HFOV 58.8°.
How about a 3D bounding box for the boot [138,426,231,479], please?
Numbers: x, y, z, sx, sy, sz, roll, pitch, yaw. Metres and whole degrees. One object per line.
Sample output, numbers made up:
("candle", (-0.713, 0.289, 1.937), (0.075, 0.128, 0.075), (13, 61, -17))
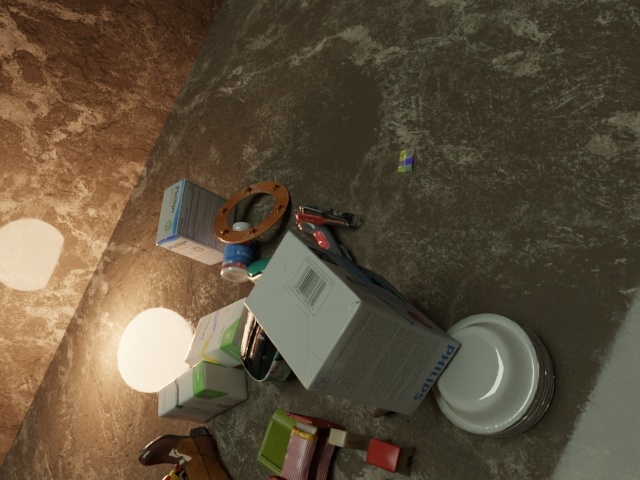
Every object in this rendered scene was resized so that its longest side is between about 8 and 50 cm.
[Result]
("boot", (-0.465, 0.795, 1.950), (0.280, 0.264, 0.096), (47, 134, 48))

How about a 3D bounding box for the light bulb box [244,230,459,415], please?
("light bulb box", (0.070, 0.200, 1.370), (0.225, 0.361, 0.358), (-58, 39, 8))

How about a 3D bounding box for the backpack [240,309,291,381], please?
("backpack", (-0.156, 0.334, 1.876), (0.225, 0.191, 0.254), (33, 106, 48))

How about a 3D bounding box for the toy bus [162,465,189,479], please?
("toy bus", (-0.518, 0.886, 2.046), (0.104, 0.191, 0.202), (40, 106, 5))

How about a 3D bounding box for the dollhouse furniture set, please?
("dollhouse furniture set", (0.049, 0.613, 1.550), (0.374, 0.152, 0.201), (-1, 70, 47))

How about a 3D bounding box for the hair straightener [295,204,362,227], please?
("hair straightener", (0.034, -0.092, 1.946), (0.230, 0.047, 0.089), (7, 46, 18))

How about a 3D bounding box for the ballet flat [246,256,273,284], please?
("ballet flat", (-0.171, 0.137, 2.028), (0.139, 0.139, 0.400), (-70, 17, -8))

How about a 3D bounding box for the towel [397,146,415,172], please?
("towel", (0.282, -0.264, 1.869), (0.060, 0.009, 0.083), (-7, 65, 44))

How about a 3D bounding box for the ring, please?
("ring", (-0.283, -0.124, 2.272), (0.336, 0.032, 0.337), (-16, 42, 15))

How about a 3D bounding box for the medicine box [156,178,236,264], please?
("medicine box", (-0.518, -0.073, 2.402), (0.149, 0.289, 0.264), (-21, 56, 39))

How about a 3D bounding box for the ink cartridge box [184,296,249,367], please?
("ink cartridge box", (-0.375, 0.370, 2.116), (0.353, 0.119, 0.207), (-27, 35, 36))

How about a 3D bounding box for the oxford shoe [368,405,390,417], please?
("oxford shoe", (0.120, 0.335, 1.644), (0.133, 0.130, 0.364), (-50, 42, 25))

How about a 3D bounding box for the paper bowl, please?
("paper bowl", (0.389, 0.314, 1.351), (0.284, 0.148, 0.284), (-23, 56, 39))

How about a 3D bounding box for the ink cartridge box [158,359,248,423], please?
("ink cartridge box", (-0.426, 0.552, 2.050), (0.272, 0.198, 0.115), (-34, 48, 29))

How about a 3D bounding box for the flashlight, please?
("flashlight", (0.000, 0.000, 1.963), (0.103, 0.103, 0.304), (-65, 36, 33))

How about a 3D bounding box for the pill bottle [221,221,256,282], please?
("pill bottle", (-0.320, 0.044, 2.257), (0.124, 0.124, 0.222), (-21, 54, 39))

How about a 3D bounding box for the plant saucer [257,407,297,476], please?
("plant saucer", (-0.125, 0.649, 1.798), (0.188, 0.045, 0.188), (11, 79, 48))
